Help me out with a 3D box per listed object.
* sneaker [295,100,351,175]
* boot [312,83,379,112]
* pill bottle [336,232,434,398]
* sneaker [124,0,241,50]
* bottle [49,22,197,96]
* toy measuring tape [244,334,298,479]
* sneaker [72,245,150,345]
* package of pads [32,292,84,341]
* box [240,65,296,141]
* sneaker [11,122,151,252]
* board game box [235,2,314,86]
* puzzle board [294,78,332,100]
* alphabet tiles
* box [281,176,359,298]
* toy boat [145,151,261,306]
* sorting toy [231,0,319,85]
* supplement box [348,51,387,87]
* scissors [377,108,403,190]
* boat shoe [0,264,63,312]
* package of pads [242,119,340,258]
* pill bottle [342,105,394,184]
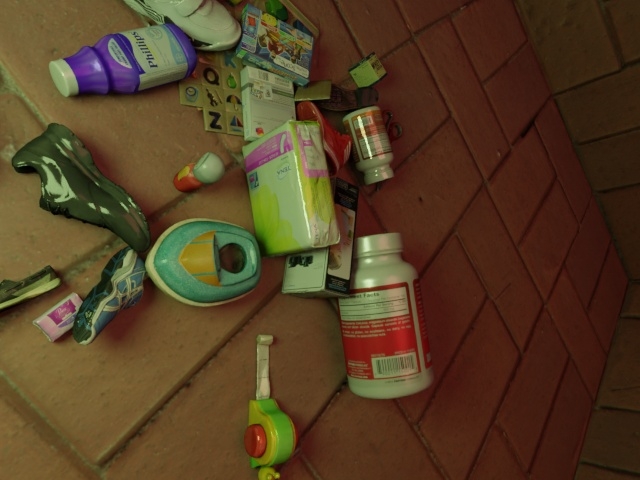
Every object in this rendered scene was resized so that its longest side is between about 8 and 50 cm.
[{"bbox_3d":[0.014,-0.306,1.272,0.128,0.087,0.221,-46,123,-44],"label":"sneaker"},{"bbox_3d":[0.054,-0.410,1.326,0.220,0.106,0.082,-1,86,-11],"label":"boot"},{"bbox_3d":[0.162,0.191,1.193,0.229,0.229,0.406,-4,85,-40],"label":"pill bottle"},{"bbox_3d":[-0.309,-0.562,0.943,0.366,0.210,0.137,24,67,-30],"label":"sneaker"},{"bbox_3d":[-0.400,-0.367,0.917,0.283,0.092,0.118,-34,92,-36],"label":"bottle"},{"bbox_3d":[-0.108,0.383,1.011,0.122,0.122,0.329,10,76,-38],"label":"toy measuring tape"},{"bbox_3d":[-0.383,0.107,0.835,0.081,0.080,0.211,49,38,-32],"label":"sneaker"},{"bbox_3d":[-0.470,0.139,0.809,0.083,0.032,0.050,-45,113,-35],"label":"package of pads"},{"bbox_3d":[-0.133,-0.345,1.159,0.145,0.038,0.186,0,81,-39],"label":"box"},{"bbox_3d":[-0.442,-0.075,0.835,0.286,0.109,0.130,48,63,-8],"label":"sneaker"},{"bbox_3d":[-0.114,-0.505,1.154,0.201,0.035,0.136,15,74,-32],"label":"board game box"},{"bbox_3d":[-0.018,-0.413,1.222,0.128,0.097,0.011,-85,170,-50],"label":"puzzle board"},{"bbox_3d":[-0.229,-0.433,1.128,0.285,0.011,0.341,-3,84,-39],"label":"alphabet tiles"},{"bbox_3d":[0.000,0.000,1.137,0.087,0.169,0.289,20,68,-38],"label":"box"},{"bbox_3d":[-0.241,-0.020,0.943,0.268,0.148,0.317,-6,84,-47],"label":"toy boat"},{"bbox_3d":[-0.133,-0.597,1.205,0.307,0.041,0.228,33,58,-32],"label":"sorting toy"},{"bbox_3d":[0.151,-0.536,1.411,0.083,0.083,0.056,53,53,-18],"label":"supplement box"},{"bbox_3d":[0.202,-0.304,1.457,0.109,0.021,0.296,40,60,-30],"label":"scissors"},{"bbox_3d":[-0.529,0.089,0.760,0.152,0.056,0.049,-30,97,-49],"label":"boat shoe"},{"bbox_3d":[-0.073,-0.115,1.055,0.101,0.229,0.296,-9,88,-40],"label":"package of pads"},{"bbox_3d":[0.151,-0.283,1.341,0.121,0.121,0.215,-20,96,-40],"label":"pill bottle"}]
